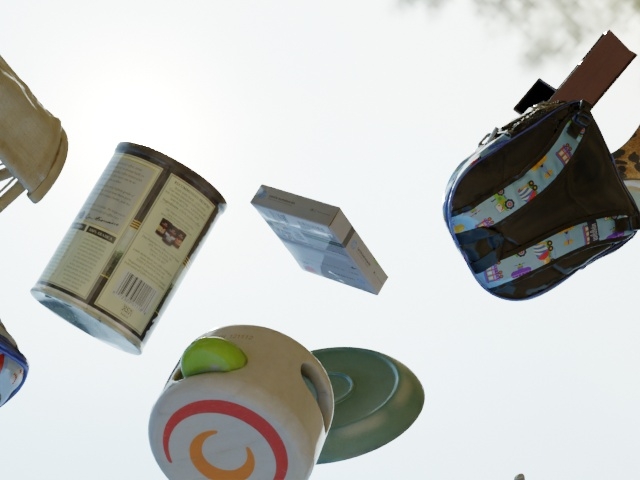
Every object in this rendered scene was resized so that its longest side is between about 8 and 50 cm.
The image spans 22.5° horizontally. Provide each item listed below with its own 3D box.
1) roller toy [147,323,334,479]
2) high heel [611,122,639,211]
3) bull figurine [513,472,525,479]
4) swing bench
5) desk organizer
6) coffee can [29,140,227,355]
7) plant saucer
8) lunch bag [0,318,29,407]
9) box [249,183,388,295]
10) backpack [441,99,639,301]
[{"bbox_3d":[-0.088,0.199,1.819,0.191,0.209,0.146,30,-146,-3],"label":"roller toy"},{"bbox_3d":[0.357,-0.118,1.882,0.093,0.261,0.186,75,180,-55],"label":"high heel"},{"bbox_3d":[0.304,0.421,2.314,0.188,0.310,0.101,46,-139,-27],"label":"bull figurine"},{"bbox_3d":[-0.521,-0.145,2.273,0.253,0.254,0.165,53,-172,-40],"label":"swing bench"},{"bbox_3d":[0.270,-0.168,1.711,0.050,0.130,0.047,37,-174,-34],"label":"desk organizer"},{"bbox_3d":[-0.299,0.012,2.515,0.201,0.275,0.201,27,165,8],"label":"coffee can"},{"bbox_3d":[0.007,0.251,2.560,0.317,0.317,0.044,-100,-1,-64],"label":"plant saucer"},{"bbox_3d":[-0.483,0.161,1.721,0.115,0.303,0.243,54,-179,27],"label":"lunch bag"},{"bbox_3d":[0.000,0.000,2.288,0.145,0.038,0.186,18,156,36],"label":"box"},{"bbox_3d":[0.191,-0.032,1.497,0.158,0.173,0.117,61,167,-15],"label":"backpack"}]
